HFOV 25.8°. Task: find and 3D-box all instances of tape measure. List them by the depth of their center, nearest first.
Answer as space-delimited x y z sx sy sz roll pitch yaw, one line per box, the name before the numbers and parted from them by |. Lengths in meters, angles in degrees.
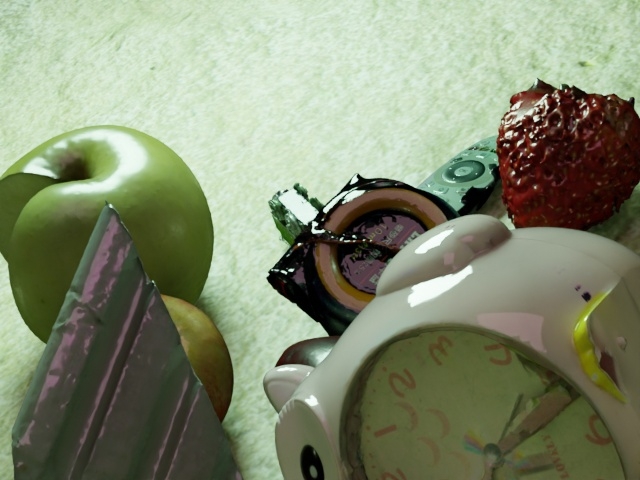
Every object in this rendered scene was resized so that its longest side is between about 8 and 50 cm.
tape measure | 0.075 0.036 1.608 0.223 0.135 0.202 33 71 28

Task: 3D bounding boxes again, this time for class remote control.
remote control | 0.179 -0.064 1.794 0.097 0.045 0.256 17 46 42

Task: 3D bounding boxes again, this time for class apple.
apple | -0.199 0.166 1.561 0.209 0.164 0.209 4 58 -6
apple | -0.276 0.003 1.760 0.292 0.254 0.292 -13 37 10

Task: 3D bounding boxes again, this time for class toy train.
toy train | 0.000 0.000 1.775 0.060 0.081 0.202 -32 42 -14

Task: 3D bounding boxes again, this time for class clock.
clock | 0.152 0.165 1.221 0.377 0.368 0.250 -25 3 36

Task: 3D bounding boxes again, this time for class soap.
soap | -0.144 0.141 1.400 0.258 0.159 0.302 18 73 1

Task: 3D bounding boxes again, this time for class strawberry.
strawberry | 0.288 -0.091 1.663 0.187 0.184 0.201 28 75 8

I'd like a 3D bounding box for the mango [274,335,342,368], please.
mango | 0.043 0.175 1.473 0.133 0.111 0.267 -23 37 -23
